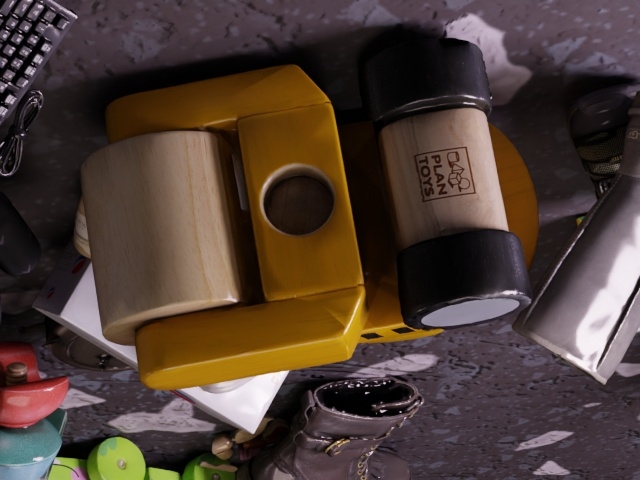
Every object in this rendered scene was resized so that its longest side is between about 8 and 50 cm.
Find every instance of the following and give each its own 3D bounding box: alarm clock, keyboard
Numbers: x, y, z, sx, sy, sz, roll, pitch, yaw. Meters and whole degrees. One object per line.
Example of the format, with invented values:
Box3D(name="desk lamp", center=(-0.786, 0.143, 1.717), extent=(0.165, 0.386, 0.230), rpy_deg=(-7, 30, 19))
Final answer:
Box3D(name="alarm clock", center=(-0.168, 0.077, 1.407), extent=(0.192, 0.064, 0.129), rpy_deg=(4, 150, -30))
Box3D(name="keyboard", center=(-0.226, -0.084, 1.009), extent=(0.180, 0.023, 0.108), rpy_deg=(-53, 139, 7))

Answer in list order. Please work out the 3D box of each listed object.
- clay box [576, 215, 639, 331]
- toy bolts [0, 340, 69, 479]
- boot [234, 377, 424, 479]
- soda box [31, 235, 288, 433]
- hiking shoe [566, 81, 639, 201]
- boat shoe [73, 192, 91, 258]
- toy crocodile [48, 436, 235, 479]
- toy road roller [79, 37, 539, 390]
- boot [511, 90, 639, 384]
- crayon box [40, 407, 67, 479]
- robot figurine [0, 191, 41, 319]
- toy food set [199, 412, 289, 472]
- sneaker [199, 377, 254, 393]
Box3D(name="clay box", center=(0.311, 0.035, 1.468), extent=(0.127, 0.053, 0.222), rpy_deg=(-11, 152, 5))
Box3D(name="toy bolts", center=(-0.348, 0.180, 1.357), extent=(0.228, 0.218, 0.158), rpy_deg=(-5, 114, -30))
Box3D(name="boot", center=(0.048, 0.233, 1.747), extent=(0.263, 0.091, 0.229), rpy_deg=(3, 144, -36))
Box3D(name="soda box", center=(-0.133, 0.082, 1.315), extent=(0.216, 0.074, 0.069), rpy_deg=(35, 167, -28))
Box3D(name="hiking shoe", center=(0.259, -0.042, 1.234), extent=(0.086, 0.114, 0.227), rpy_deg=(-18, 152, 16))
Box3D(name="boat shoe", center=(-0.112, -0.023, 1.226), extent=(0.170, 0.063, 0.059), rpy_deg=(-7, 129, -17))
Box3D(name="toy crocodile", center=(-0.205, 0.304, 1.785), extent=(0.340, 0.105, 0.115), rpy_deg=(16, 144, -38))
Box3D(name="toy road roller", center=(0.000, 0.000, 1.160), extent=(0.329, 0.202, 0.240), rpy_deg=(-10, 164, -1))
Box3D(name="boot", center=(0.254, 0.013, 1.157), extent=(0.189, 0.208, 0.076), rpy_deg=(25, 173, -27))
Box3D(name="crayon box", center=(-0.388, 0.238, 1.566), extent=(0.203, 0.083, 0.323), rpy_deg=(19, 148, -9))
Box3D(name="robot figurine", center=(-0.338, 0.034, 1.141), extent=(0.173, 0.209, 0.278), rpy_deg=(27, 159, 17))
Box3D(name="toy food set", center=(-0.082, 0.229, 1.773), extent=(0.122, 0.019, 0.078), rpy_deg=(-37, 143, 31))
Box3D(name="sneaker", center=(-0.031, 0.033, 1.275), extent=(0.212, 0.080, 0.094), rpy_deg=(-39, 130, -22))
